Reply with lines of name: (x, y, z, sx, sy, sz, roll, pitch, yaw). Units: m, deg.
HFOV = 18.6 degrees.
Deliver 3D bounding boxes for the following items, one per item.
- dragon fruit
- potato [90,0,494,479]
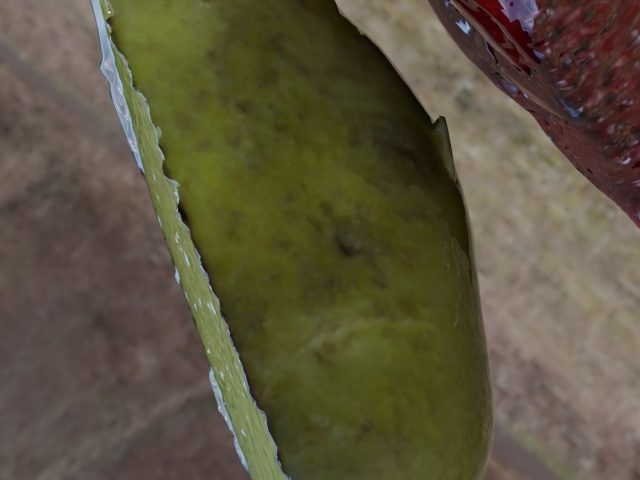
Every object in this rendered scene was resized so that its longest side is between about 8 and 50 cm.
dragon fruit: (0.079, -0.139, 0.718, 0.211, 0.134, 0.262, 41, 179, 30)
potato: (0.000, 0.000, 0.723, 0.160, 0.111, 0.272, 104, 145, -79)
